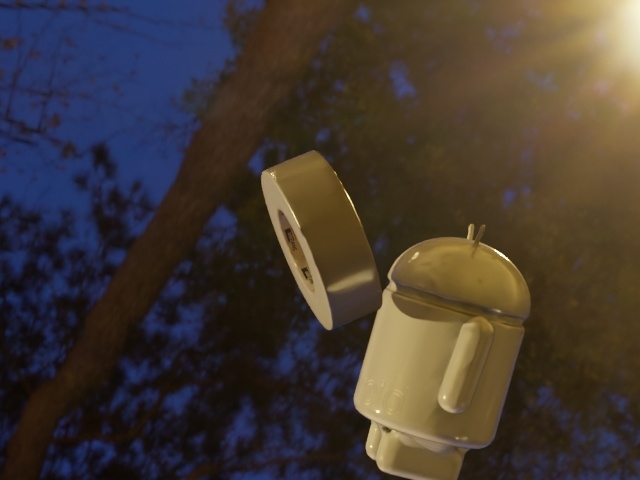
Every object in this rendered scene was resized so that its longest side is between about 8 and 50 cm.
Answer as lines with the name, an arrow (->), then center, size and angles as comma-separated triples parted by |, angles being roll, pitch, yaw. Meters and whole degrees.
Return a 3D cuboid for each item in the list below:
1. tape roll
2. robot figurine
tape roll -> 0.000, 0.000, 1.682 | 0.072, 0.219, 0.219 | -22, -121, -9
robot figurine -> 0.167, 0.148, 1.812 | 0.199, 0.300, 0.354 | 15, -89, -14
